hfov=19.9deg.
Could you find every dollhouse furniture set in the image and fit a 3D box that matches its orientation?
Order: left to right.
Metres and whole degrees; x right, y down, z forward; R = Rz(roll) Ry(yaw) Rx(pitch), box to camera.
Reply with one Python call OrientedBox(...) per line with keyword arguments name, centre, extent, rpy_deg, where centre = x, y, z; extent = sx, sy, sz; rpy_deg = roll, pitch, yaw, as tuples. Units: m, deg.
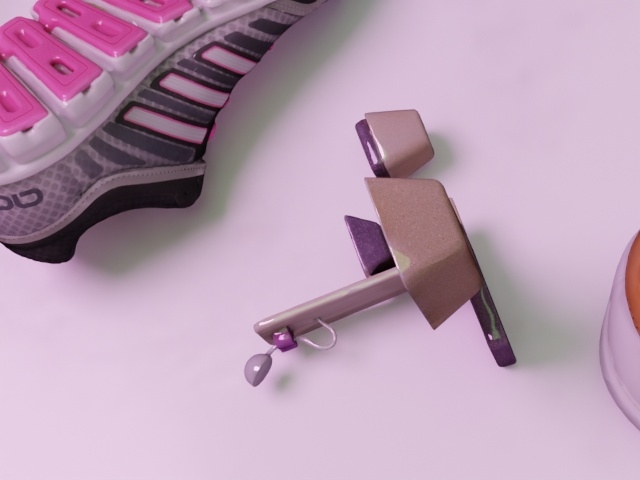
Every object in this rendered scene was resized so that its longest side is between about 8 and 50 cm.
OrientedBox(name="dollhouse furniture set", centre=(0.000, 0.000, 0.540), extent=(0.081, 0.114, 0.091), rpy_deg=(-22, 73, 5))

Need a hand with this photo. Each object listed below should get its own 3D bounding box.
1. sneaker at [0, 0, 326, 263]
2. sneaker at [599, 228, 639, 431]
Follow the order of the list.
OrientedBox(name="sneaker", centre=(-0.053, -0.053, 0.594), extent=(0.063, 0.075, 0.170), rpy_deg=(29, 55, 33))
OrientedBox(name="sneaker", centre=(0.205, 0.077, 0.483), extent=(0.290, 0.123, 0.106), rpy_deg=(28, 76, 14))
